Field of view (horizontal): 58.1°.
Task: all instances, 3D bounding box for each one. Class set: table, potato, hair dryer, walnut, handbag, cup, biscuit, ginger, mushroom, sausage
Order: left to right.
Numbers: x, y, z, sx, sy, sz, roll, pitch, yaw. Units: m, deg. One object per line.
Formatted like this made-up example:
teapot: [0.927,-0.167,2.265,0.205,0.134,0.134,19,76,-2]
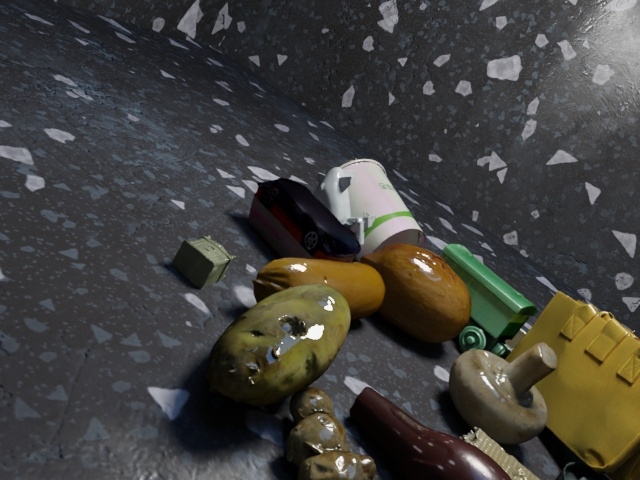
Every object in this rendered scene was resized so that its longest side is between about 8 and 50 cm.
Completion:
table: [-0.219,0.038,1.094,0.079,0.062,0.083,37,20,14]
potato: [-0.062,0.161,0.874,0.296,0.191,0.141,-25,100,-62]
sausage: [0.002,0.103,1.153,0.116,0.134,0.354,40,21,33]
ginger: [0.002,0.282,0.795,0.104,0.080,0.204,-16,26,-13]
cup: [0.140,-0.052,1.588,0.253,0.253,0.274,10,35,-45]
hair dryer: [0.097,0.355,0.789,0.312,0.123,0.340,31,28,32]
walnut: [0.221,0.115,1.352,0.298,0.203,0.203,36,19,-9]
mushroom: [0.371,0.285,1.139,0.207,0.215,0.207,31,26,-17]
biscuit: [0.321,0.420,0.967,0.239,0.062,0.108,38,21,20]
handbag: [0.599,0.303,1.264,0.133,0.283,0.401,27,10,-21]

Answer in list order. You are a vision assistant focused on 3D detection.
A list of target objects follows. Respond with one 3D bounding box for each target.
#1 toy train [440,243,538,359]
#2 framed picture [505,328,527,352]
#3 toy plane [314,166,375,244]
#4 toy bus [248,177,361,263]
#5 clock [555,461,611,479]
toy train: [0.385,0.160,1.477,0.120,0.202,0.301,13,26,-51]
framed picture: [0.509,0.232,1.748,0.232,0.019,0.296,4,34,-51]
toy plane: [0.037,-0.062,1.456,0.117,0.245,0.244,-8,42,-43]
toy bus: [-0.042,-0.023,1.363,0.127,0.147,0.303,-3,40,-45]
clock: [0.537,0.517,1.077,0.215,0.042,0.215,28,20,-11]
